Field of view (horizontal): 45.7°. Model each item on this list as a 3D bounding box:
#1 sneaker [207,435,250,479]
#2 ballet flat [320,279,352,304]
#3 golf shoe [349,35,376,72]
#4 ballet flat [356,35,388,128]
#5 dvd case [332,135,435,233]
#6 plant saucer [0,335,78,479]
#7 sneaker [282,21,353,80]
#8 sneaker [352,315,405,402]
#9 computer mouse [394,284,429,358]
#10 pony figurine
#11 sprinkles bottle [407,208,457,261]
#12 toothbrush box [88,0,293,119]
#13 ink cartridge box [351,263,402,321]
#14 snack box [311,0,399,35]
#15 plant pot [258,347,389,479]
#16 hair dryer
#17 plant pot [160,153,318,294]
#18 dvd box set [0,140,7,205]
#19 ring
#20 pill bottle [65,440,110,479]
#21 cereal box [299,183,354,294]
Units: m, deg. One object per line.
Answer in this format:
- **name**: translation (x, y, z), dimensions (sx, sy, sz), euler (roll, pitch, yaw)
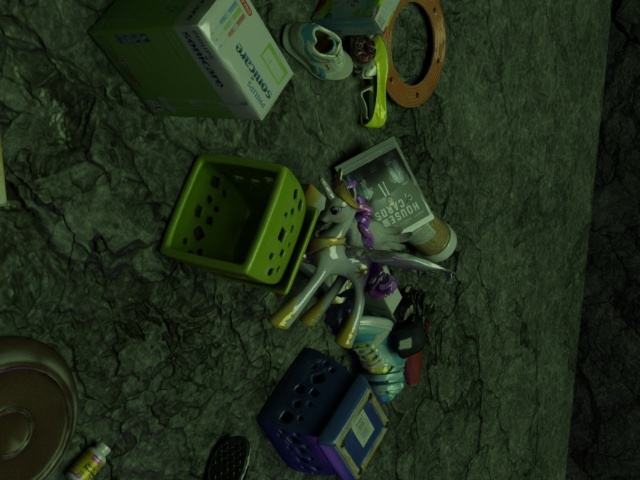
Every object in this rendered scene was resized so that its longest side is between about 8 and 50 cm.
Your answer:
- **sneaker**: translation (-0.212, 0.553, 1.711), dimensions (0.097, 0.084, 0.234), euler (43, 64, -74)
- **ballet flat**: translation (0.059, 0.078, 1.930), dimensions (0.067, 0.073, 0.206), euler (39, 63, -32)
- **golf shoe**: translation (0.099, -0.499, 1.854), dimensions (0.067, 0.086, 0.186), euler (14, 68, -14)
- **ballet flat**: translation (0.127, -0.393, 1.902), dimensions (0.077, 0.077, 0.231), euler (-16, 113, -34)
- **dvd case**: translation (0.160, -0.117, 1.904), dimensions (0.179, 0.029, 0.238), euler (-29, 97, -13)
- **plant saucer**: translation (-0.527, 0.315, 1.262), dimensions (0.311, 0.050, 0.310), euler (-14, 108, -49)
- **sneaker**: translation (0.013, -0.424, 1.731), dimensions (0.229, 0.092, 0.087), euler (16, 84, -53)
- **sneaker**: translation (0.144, 0.317, 2.015), dimensions (0.319, 0.127, 0.208), euler (27, 63, -50)
- **computer mouse**: translation (0.260, 0.214, 2.075), dimensions (0.262, 0.060, 0.184), euler (-10, 91, -67)
- **pony figurine**: translation (0.076, 0.050, 1.707), dimensions (0.351, 0.303, 0.363), euler (21, 99, -30)
- **sprinkles bottle**: translation (0.254, -0.057, 2.098), dimensions (0.355, 0.121, 0.121), euler (36, 70, -49)
- **toothbrush box**: translation (-0.222, -0.322, 1.304), dimensions (0.122, 0.283, 0.206), euler (-59, 137, -24)
- **ink cartridge box**: translation (0.145, 0.132, 2.019), dimensions (0.061, 0.104, 0.181), euler (-55, 137, -27)
- **snack box**: translation (0.100, -0.570, 1.738), dimensions (0.070, 0.174, 0.207), euler (41, 67, -49)
- **plant pot**: translation (0.024, 0.438, 1.852), dimensions (0.236, 0.212, 0.236), euler (-52, 135, -29)
- **hair dryer**: translation (0.299, 0.291, 2.270), dimensions (0.224, 0.080, 0.293), euler (19, 84, -52)
- **plant pot**: translation (-0.145, -0.022, 1.528), dimensions (0.207, 0.228, 0.227), euler (40, 67, -55)
- **dvd box set**: translation (-0.600, -0.233, 1.029), dimensions (0.308, 0.062, 0.420), euler (-17, 112, -48)
- **ring**: translation (0.240, -0.528, 2.043), dimensions (0.337, 0.032, 0.336), euler (-15, 110, -50)
- **pill bottle**: translation (-0.429, 0.415, 1.410), dimensions (0.083, 0.043, 0.043), euler (-51, 134, -31)
- **cereal box**: translation (0.000, 0.000, 1.822), dimensions (0.240, 0.047, 0.173), euler (40, 66, -37)
